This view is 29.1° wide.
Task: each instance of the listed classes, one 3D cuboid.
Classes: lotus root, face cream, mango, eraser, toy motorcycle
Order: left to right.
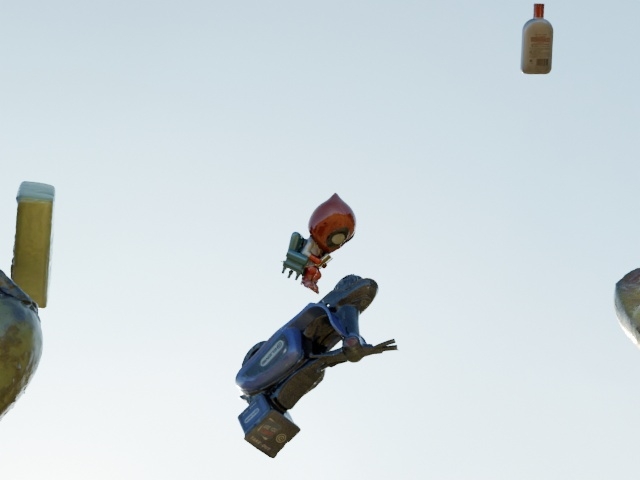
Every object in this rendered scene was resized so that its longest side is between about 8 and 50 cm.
[{"bbox_3d":[-0.443,0.170,1.404,0.309,0.173,0.173,-50,-18,-26],"label":"lotus root"},{"bbox_3d":[-0.428,0.006,1.843,0.058,0.117,0.172,4,-76,-11],"label":"eraser"},{"bbox_3d":[-0.012,0.218,2.281,0.358,0.213,0.125,-46,-57,8],"label":"toy motorcycle"},{"bbox_3d":[0.258,-0.239,1.467,0.040,0.083,0.021,-1,12,-14],"label":"face cream"},{"bbox_3d":[0.298,0.063,0.993,0.101,0.187,0.066,-33,-65,-12],"label":"mango"}]

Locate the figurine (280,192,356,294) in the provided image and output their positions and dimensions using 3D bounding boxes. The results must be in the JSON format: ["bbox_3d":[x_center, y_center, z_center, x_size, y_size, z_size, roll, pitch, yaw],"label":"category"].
[{"bbox_3d":[0.000,0.000,1.745,0.140,0.075,0.068,-60,-18,-1],"label":"figurine"}]
